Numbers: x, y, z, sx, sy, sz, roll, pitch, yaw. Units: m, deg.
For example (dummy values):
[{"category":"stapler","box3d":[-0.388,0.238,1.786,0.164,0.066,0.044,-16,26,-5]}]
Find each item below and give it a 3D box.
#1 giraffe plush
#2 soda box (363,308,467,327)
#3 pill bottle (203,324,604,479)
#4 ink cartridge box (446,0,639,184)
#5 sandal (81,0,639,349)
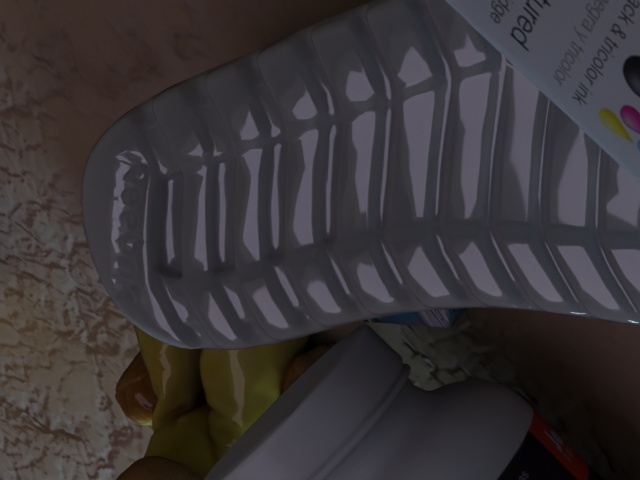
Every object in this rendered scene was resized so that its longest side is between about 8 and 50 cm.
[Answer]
[{"category":"giraffe plush","box3d":[-0.075,0.145,1.042,0.181,0.170,0.210,18,133,30]},{"category":"soda box","box3d":[0.000,0.000,0.941,0.183,0.058,0.063,2,124,41]},{"category":"pill bottle","box3d":[0.094,0.198,0.922,0.323,0.181,0.181,45,141,-2]},{"category":"ink cartridge box","box3d":[0.209,-0.089,0.526,0.270,0.197,0.198,45,149,14]},{"category":"sandal","box3d":[0.085,-0.048,0.791,0.416,0.102,0.169,-5,101,26]}]
